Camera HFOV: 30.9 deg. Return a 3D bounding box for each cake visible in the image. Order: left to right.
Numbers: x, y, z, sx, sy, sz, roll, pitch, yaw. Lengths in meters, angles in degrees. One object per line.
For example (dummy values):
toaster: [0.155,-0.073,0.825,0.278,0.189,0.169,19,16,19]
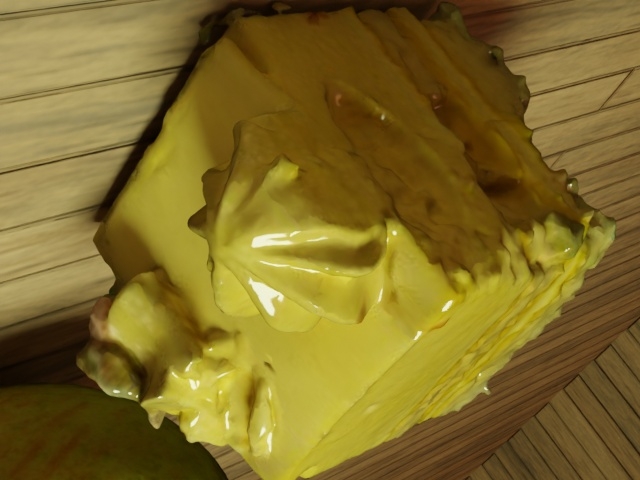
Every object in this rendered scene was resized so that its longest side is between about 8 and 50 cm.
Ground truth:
cake: [0.000,0.000,0.714,0.286,0.222,0.227,-14,149,-45]

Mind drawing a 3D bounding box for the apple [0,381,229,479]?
apple: [-0.207,0.263,0.820,0.339,0.339,0.339,-30,159,-13]
